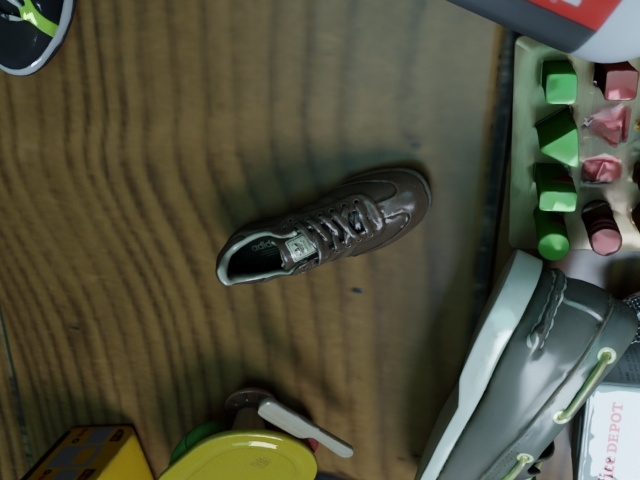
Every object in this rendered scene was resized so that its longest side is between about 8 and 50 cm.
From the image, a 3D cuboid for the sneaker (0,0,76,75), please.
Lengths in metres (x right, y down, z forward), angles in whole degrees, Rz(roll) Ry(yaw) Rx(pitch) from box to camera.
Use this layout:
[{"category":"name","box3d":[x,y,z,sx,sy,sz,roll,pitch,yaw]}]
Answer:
[{"category":"sneaker","box3d":[-0.234,-0.233,0.481,0.084,0.097,0.234,24,117,5]}]

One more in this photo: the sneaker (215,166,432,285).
[{"category":"sneaker","box3d":[0.000,0.000,0.531,0.189,0.071,0.066,-21,106,24]}]

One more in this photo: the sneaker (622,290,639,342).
[{"category":"sneaker","box3d":[0.266,0.043,0.497,0.109,0.044,0.040,-24,79,9]}]

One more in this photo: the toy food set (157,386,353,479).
[{"category":"toy food set","box3d":[-0.071,0.203,0.651,0.128,0.071,0.218,32,123,-27]}]

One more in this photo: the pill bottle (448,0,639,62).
[{"category":"pill bottle","box3d":[0.116,-0.217,0.324,0.363,0.210,0.210,26,117,4]}]

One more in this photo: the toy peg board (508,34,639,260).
[{"category":"toy peg board","box3d":[0.212,-0.056,0.442,0.161,0.079,0.161,2,114,16]}]

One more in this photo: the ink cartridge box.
[{"category":"ink cartridge box","box3d":[0.293,0.151,0.513,0.175,0.072,0.127,3,114,15]}]

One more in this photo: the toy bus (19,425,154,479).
[{"category":"toy bus","box3d":[-0.230,0.376,0.744,0.130,0.108,0.332,-8,110,17]}]

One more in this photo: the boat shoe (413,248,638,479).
[{"category":"boat shoe","box3d":[0.140,0.146,0.513,0.091,0.109,0.304,22,130,13]}]
